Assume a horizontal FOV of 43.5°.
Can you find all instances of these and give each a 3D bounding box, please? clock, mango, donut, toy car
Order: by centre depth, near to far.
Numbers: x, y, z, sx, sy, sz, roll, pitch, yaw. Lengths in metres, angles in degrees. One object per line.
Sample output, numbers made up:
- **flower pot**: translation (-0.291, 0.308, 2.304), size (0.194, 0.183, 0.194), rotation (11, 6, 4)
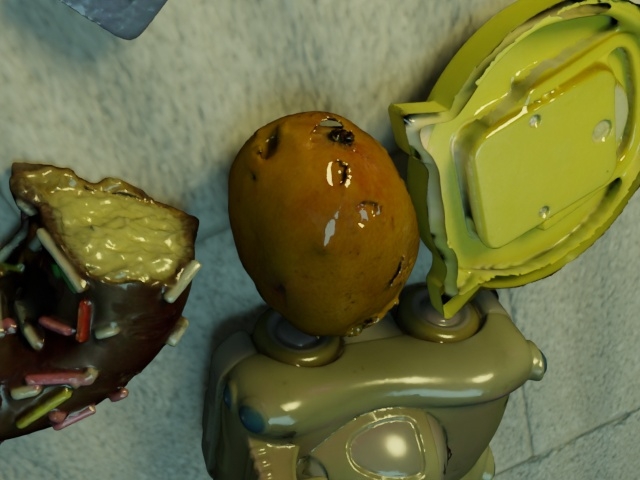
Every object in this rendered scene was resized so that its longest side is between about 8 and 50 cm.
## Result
- **donut**: translation (-0.278, 0.048, 0.592), size (0.345, 0.136, 0.259), rotation (22, 114, -36)
- **mango**: translation (0.000, 0.000, 0.684), size (0.151, 0.156, 0.249), rotation (-62, 160, -26)
- **clock**: translation (0.191, -0.088, 0.729), size (0.293, 0.071, 0.277), rotation (-24, 129, -17)
- **toy car**: translation (0.061, 0.204, 0.819), size (0.335, 0.226, 0.242), rotation (-4, 130, -20)

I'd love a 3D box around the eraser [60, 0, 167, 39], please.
- **eraser**: translation (-0.086, -0.234, 0.498), size (0.082, 0.036, 0.225), rotation (29, 113, -38)
